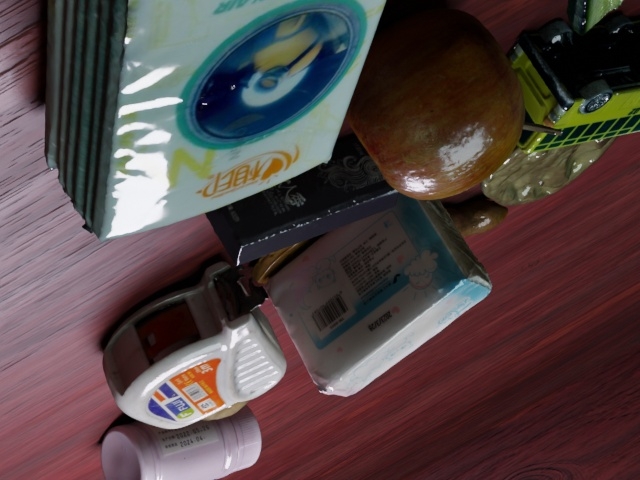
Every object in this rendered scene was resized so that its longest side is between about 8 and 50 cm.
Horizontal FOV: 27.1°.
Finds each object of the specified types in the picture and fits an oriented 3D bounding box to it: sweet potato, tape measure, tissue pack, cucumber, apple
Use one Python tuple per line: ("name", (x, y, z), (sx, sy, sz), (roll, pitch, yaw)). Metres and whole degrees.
("sweet potato", (0.209, -0.028, 2.081), (0.218, 0.051, 0.065), (-12, 155, -36))
("tape measure", (-0.176, 0.155, 1.894), (0.265, 0.130, 0.258), (-25, 155, 1))
("tissue pack", (-0.098, -0.186, 1.213), (0.287, 0.162, 0.388), (-21, 155, -24))
("tissue pack", (0.079, 0.065, 1.840), (0.271, 0.201, 0.124), (-38, 149, 17))
("cucumber", (0.342, -0.324, 1.601), (0.116, 0.062, 0.115), (-40, 161, -10))
("apple", (0.130, -0.153, 1.504), (0.188, 0.211, 0.211), (-29, 158, 7))

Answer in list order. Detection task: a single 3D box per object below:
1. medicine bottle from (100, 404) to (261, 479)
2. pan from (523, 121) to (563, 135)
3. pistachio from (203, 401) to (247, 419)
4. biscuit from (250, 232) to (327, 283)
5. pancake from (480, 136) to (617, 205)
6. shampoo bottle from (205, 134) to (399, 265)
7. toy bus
("medicine bottle", (-0.231, 0.350, 2.225), (0.249, 0.133, 0.133), (-8, 149, -41))
("pan", (0.193, -0.162, 1.695), (0.202, 0.048, 0.128), (12, 162, -25))
("pistachio", (-0.163, 0.225, 2.095), (0.108, 0.126, 0.185), (24, 142, -10))
("biscuit", (0.000, 0.000, 1.904), (0.220, 0.029, 0.142), (-26, 158, -12))
("pancake", (0.371, -0.149, 2.029), (0.294, 0.049, 0.294), (-25, 161, -9))
("shampoo bottle", (0.010, -0.066, 1.687), (0.309, 0.098, 0.071), (-21, 151, -24))
("toy bus", (0.365, -0.210, 1.788), (0.262, 0.128, 0.150), (-12, 152, -35))
